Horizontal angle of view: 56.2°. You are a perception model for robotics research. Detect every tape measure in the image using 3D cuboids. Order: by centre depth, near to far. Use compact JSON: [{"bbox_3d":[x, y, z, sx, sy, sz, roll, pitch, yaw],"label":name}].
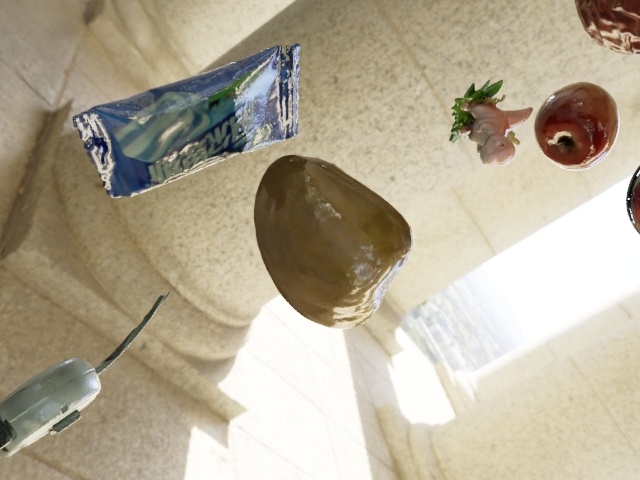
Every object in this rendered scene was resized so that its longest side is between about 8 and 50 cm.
[{"bbox_3d":[-0.326,0.189,0.882,0.084,0.330,0.164,56,-32,-3],"label":"tape measure"}]

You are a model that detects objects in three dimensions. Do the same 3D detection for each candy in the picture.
[{"bbox_3d":[-0.178,-0.172,0.889,0.077,0.331,0.187,56,-19,31],"label":"candy"}]

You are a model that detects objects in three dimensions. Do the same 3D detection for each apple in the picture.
[{"bbox_3d":[0.564,-0.250,1.314,0.181,0.168,0.181,33,-38,30],"label":"apple"}]

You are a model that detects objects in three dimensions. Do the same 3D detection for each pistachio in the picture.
[{"bbox_3d":[0.000,0.000,0.890,0.260,0.213,0.163,41,4,16],"label":"pistachio"}]

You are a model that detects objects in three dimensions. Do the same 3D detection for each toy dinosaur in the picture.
[{"bbox_3d":[0.360,-0.240,1.230,0.177,0.194,0.152,40,-40,39],"label":"toy dinosaur"}]

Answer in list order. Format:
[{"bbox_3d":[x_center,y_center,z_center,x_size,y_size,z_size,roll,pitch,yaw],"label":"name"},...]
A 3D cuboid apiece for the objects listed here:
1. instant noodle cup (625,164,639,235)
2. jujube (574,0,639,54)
[{"bbox_3d":[0.681,-0.045,1.019,0.244,0.244,0.255,56,19,-9],"label":"instant noodle cup"},{"bbox_3d":[0.452,-0.353,0.800,0.213,0.213,0.232,50,1,-32],"label":"jujube"}]
